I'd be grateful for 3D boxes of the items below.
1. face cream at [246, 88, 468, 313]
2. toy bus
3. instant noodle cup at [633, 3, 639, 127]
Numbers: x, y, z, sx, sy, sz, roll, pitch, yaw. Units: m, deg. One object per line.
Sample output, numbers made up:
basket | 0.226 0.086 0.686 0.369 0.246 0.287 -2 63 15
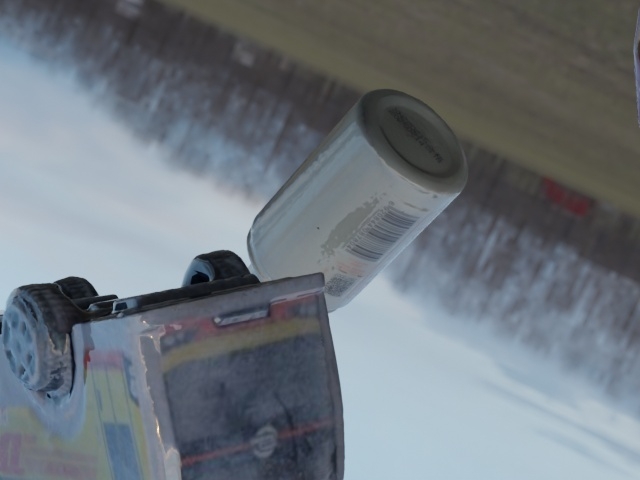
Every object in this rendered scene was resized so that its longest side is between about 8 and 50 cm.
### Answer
face cream | 0.000 0.000 1.315 0.101 0.252 0.101 26 -141 -23
toy bus | -0.067 0.047 0.466 0.064 0.075 0.190 -10 -179 -34
instant noodle cup | 0.301 -0.089 0.873 0.234 0.235 0.178 22 -176 -26
